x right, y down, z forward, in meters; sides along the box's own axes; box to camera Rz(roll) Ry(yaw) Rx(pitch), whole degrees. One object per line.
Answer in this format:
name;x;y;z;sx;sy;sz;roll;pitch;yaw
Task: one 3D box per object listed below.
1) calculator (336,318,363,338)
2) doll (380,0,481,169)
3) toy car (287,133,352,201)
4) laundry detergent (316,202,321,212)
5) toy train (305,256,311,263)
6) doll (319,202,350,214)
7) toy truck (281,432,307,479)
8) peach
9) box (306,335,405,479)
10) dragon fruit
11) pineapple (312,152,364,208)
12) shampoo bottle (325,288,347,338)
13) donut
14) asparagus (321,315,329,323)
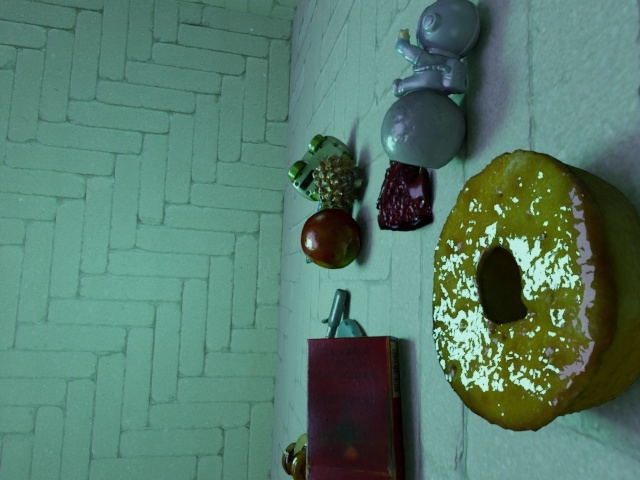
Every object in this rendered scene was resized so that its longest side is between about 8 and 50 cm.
calculator;0.084;0.330;1.301;0.299;0.042;0.185;-141;56;-77
doll;0.195;-0.269;0.758;0.151;0.151;0.286;-130;52;-73
toy car;0.013;-0.244;1.543;0.235;0.145;0.235;-49;-9;-10
laundry detergent;0.023;-0.167;1.735;0.097;0.049;0.165;-97;18;-55
toy train;-0.012;0.045;1.794;0.170;0.071;0.111;166;117;-79
doll;0.029;-0.047;1.453;0.097;0.137;0.209;33;-115;-55
toy truck;0.019;0.636;1.120;0.204;0.212;0.287;126;142;-68
peach;0.027;-0.011;1.329;0.197;0.198;0.197;-176;90;-78
box;0.072;0.369;0.964;0.089;0.198;0.312;33;-127;-60
dragon fruit;0.168;-0.113;0.912;0.122;0.093;0.192;-155;69;-77
pineapple;0.077;-0.177;1.337;0.137;0.162;0.175;8;92;41
shampoo bottle;0.050;0.240;1.434;0.080;0.040;0.165;-118;41;-85
donut;0.238;0.054;0.503;0.303;0.110;0.302;-174;90;-77
asparagus;0.038;0.271;1.586;0.023;0.022;0.233;46;154;6
